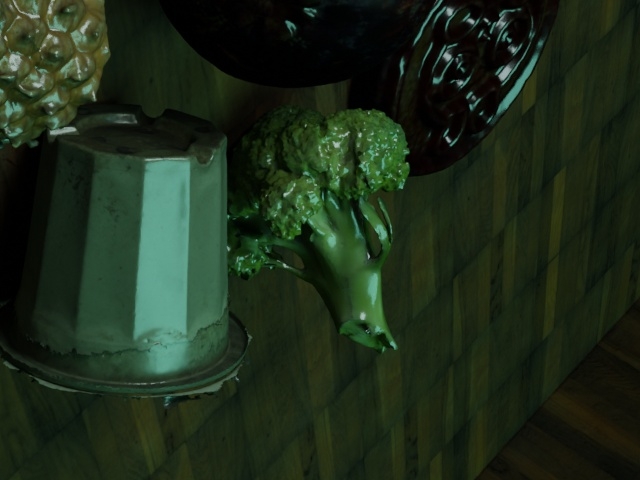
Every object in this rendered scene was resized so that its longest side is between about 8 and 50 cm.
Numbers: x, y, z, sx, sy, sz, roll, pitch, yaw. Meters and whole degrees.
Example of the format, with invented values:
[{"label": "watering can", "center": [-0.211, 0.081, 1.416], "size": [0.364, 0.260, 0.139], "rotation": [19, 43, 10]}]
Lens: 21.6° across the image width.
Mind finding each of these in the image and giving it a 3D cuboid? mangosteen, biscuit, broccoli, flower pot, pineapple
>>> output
[{"label": "mangosteen", "center": [-0.019, -0.310, 1.677], "size": [0.330, 0.330, 0.330], "rotation": [-40, 149, -31]}, {"label": "biscuit", "center": [0.198, -0.267, 2.312], "size": [0.407, 0.091, 0.407], "rotation": [-41, 150, -30]}, {"label": "broccoli", "center": [-0.027, -0.019, 2.029], "size": [0.186, 0.254, 0.302], "rotation": [-7, 105, -70]}, {"label": "flower pot", "center": [-0.197, 0.002, 1.767], "size": [0.290, 0.290, 0.259], "rotation": [-19, 123, -52]}, {"label": "pineapple", "center": [-0.362, -0.161, 1.374], "size": [0.357, 0.223, 0.222], "rotation": [-15, 132, -42]}]
